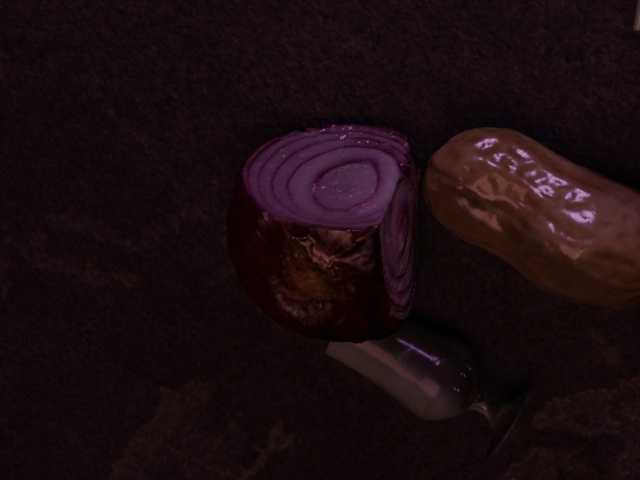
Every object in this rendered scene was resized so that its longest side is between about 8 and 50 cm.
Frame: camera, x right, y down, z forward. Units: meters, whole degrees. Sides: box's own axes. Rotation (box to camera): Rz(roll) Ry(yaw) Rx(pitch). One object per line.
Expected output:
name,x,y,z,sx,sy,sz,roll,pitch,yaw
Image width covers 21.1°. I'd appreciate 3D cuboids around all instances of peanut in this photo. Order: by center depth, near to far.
peanut,0.247,-0.021,1.822,0.291,0.159,0.143,28,94,0

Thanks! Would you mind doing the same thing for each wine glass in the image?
wine glass,0.122,0.150,1.974,0.231,0.103,0.103,32,120,3

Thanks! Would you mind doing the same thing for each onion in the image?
onion,-0.001,0.005,1.872,0.206,0.216,0.207,6,122,17

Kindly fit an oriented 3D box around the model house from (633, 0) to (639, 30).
model house,0.390,-0.256,1.677,0.148,0.127,0.100,10,119,15
